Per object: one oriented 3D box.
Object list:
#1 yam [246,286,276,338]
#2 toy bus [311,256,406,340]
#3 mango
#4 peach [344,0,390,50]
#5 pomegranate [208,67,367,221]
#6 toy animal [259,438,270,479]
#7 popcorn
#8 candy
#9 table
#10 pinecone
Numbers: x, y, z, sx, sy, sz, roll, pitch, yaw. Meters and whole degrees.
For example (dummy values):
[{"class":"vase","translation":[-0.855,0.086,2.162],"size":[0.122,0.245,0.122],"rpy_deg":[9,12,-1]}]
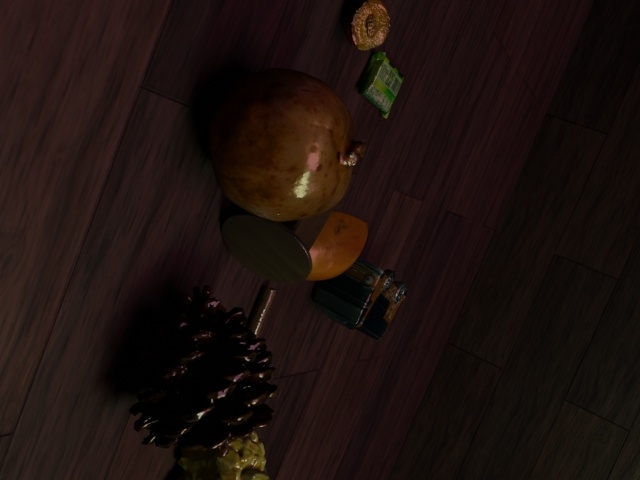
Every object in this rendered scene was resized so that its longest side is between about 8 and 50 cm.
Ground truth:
[{"class":"yam","translation":[-0.125,0.160,1.466],"size":[0.032,0.032,0.145],"rpy_deg":[6,106,-64]},{"class":"toy bus","translation":[0.096,0.132,1.761],"size":[0.167,0.138,0.275],"rpy_deg":[-60,157,-7]},{"class":"mango","translation":[0.000,0.000,1.459],"size":[0.252,0.126,0.154],"rpy_deg":[-17,116,-58]},{"class":"peach","translation":[0.075,-0.389,1.327],"size":[0.098,0.061,0.098],"rpy_deg":[-15,115,-36]},{"class":"pomegranate","translation":[-0.049,-0.139,1.105],"size":[0.248,0.248,0.248],"rpy_deg":[-45,149,-37]},{"class":"toy animal","translation":[-0.146,0.555,1.633],"size":[0.089,0.170,0.255],"rpy_deg":[-14,120,-13]},{"class":"popcorn","translation":[-0.205,0.434,1.431],"size":[0.195,0.168,0.173],"rpy_deg":[-35,-176,29]},{"class":"candy","translation":[0.128,-0.322,1.531],"size":[0.102,0.032,0.178],"rpy_deg":[-64,157,4]},{"class":"table","translation":[-0.045,-0.062,1.298],"size":[0.167,0.167,0.227],"rpy_deg":[83,30,-49]},{"class":"pinecone","translation":[-0.186,0.214,1.173],"size":[0.243,0.243,0.257],"rpy_deg":[54,22,-63]}]
